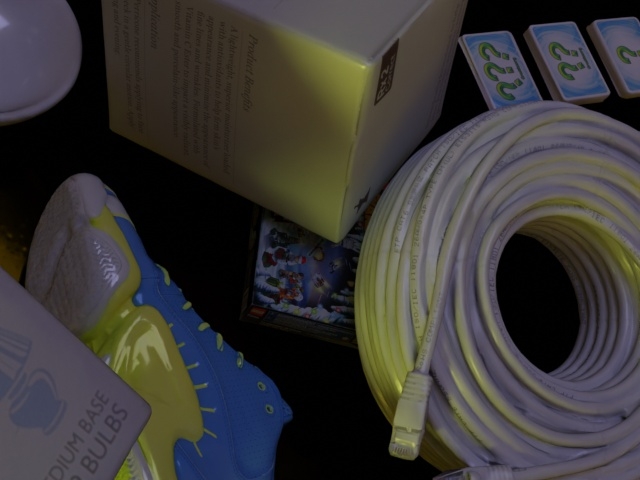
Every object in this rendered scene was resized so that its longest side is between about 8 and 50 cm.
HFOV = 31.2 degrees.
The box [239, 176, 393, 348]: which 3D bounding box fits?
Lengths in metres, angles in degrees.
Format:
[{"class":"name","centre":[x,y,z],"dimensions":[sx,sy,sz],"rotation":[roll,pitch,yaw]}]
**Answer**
[{"class":"box","centre":[0.000,0.000,0.769],"dimensions":[0.094,0.027,0.137],"rotation":[15,57,-17]}]

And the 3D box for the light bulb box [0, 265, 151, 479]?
[{"class":"light bulb box","centre":[-0.314,0.092,0.376],"dimensions":[0.361,0.225,0.358],"rotation":[48,49,-26]}]

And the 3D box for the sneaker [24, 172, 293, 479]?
[{"class":"sneaker","centre":[-0.092,0.075,0.663],"dimensions":[0.126,0.091,0.240],"rotation":[9,57,-41]}]

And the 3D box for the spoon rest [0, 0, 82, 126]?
[{"class":"spoon rest","centre":[-0.280,-0.135,0.686],"dimensions":[0.276,0.084,0.137],"rotation":[3,61,-22]}]

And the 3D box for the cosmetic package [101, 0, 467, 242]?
[{"class":"cosmetic package","centre":[-0.021,-0.128,0.728],"dimensions":[0.184,0.151,0.151],"rotation":[27,52,15]}]

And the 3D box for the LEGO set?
[{"class":"LEGO set","centre":[0.235,-0.081,0.907],"dimensions":[0.182,0.060,0.244],"rotation":[-9,67,-24]}]

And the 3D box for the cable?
[{"class":"cable","centre":[0.146,0.042,0.738],"dimensions":[0.257,0.089,0.257],"rotation":[10,76,-23]}]
